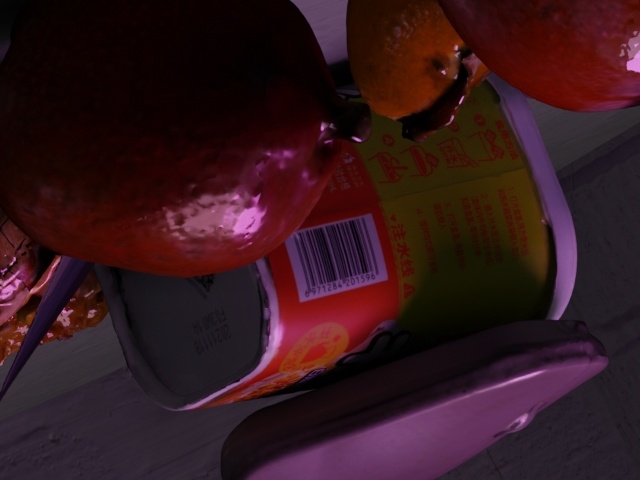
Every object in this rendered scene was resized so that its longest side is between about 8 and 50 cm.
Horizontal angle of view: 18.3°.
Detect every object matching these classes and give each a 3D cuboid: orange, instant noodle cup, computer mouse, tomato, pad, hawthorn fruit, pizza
[{"bbox_3d":[0.076,-0.146,1.189,0.170,0.112,0.160,-64,-177,-17],"label":"orange"},{"bbox_3d":[0.000,0.000,1.594,0.308,0.293,0.294,-11,166,-41],"label":"instant noodle cup"},{"bbox_3d":[0.073,0.148,1.576,0.331,0.095,0.197,-23,168,29],"label":"computer mouse"},{"bbox_3d":[0.154,-0.161,1.004,0.208,0.184,0.208,-26,173,-3],"label":"tomato"},{"bbox_3d":[-0.114,-0.027,1.163,0.243,0.004,0.163,-59,-179,-42],"label":"pad"},{"bbox_3d":[-0.068,-0.055,0.971,0.188,0.169,0.169,14,-172,18],"label":"hawthorn fruit"},{"bbox_3d":[-0.267,0.062,1.789,0.258,0.087,0.268,-26,178,34],"label":"pizza"}]

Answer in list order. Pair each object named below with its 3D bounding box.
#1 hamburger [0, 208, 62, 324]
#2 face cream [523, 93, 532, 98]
[{"bbox_3d":[-0.201,0.002,1.134,0.231,0.107,0.231,-55,-179,1],"label":"hamburger"},{"bbox_3d":[0.206,-0.182,1.678,0.073,0.073,0.283,-26,175,-7],"label":"face cream"}]
